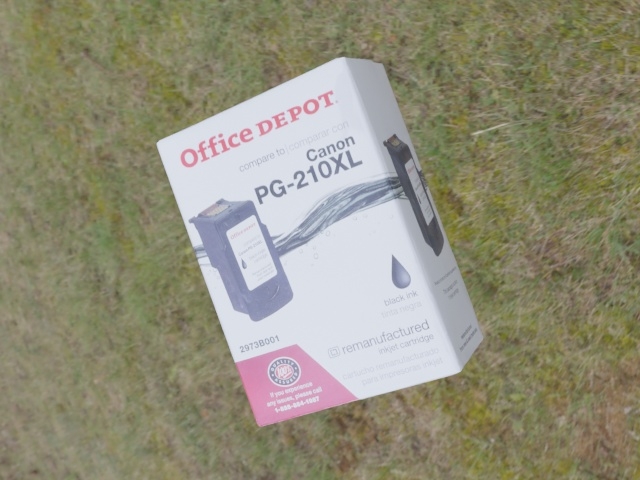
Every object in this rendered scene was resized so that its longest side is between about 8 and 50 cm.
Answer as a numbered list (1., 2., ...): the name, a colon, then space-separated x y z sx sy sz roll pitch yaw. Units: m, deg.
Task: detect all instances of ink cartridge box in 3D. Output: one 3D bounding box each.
1. ink cartridge box: 0.000 0.000 0.620 0.172 0.100 0.237 -20 90 23
